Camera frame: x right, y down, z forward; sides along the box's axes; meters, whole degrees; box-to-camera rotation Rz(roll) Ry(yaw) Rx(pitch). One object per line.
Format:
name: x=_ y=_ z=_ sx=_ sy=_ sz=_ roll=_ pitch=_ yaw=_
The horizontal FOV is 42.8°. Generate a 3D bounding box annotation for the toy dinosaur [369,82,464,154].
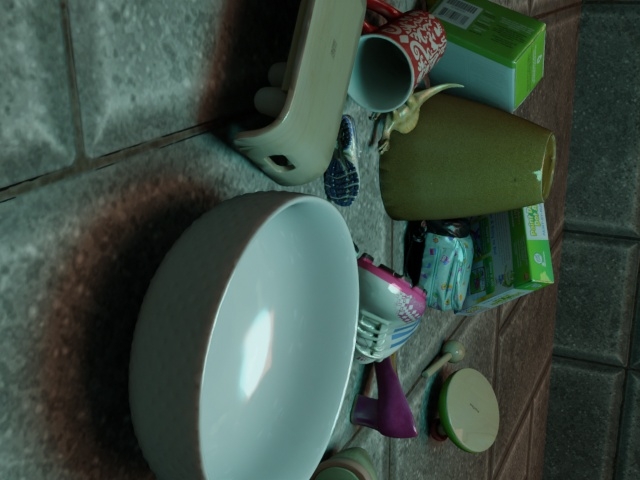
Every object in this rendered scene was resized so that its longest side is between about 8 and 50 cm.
toy dinosaur: x=0.136 y=-0.218 z=1.295 sx=0.183 sy=0.053 sz=0.092 roll=-43 pitch=125 yaw=-11

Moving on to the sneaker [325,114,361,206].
sneaker: x=0.038 y=-0.115 z=1.158 sx=0.058 sy=0.052 sz=0.135 roll=-43 pitch=135 yaw=-60

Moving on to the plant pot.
plant pot: x=0.261 y=-0.135 z=1.391 sx=0.237 sy=0.255 sz=0.237 roll=9 pitch=90 yaw=-66

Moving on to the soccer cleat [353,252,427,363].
soccer cleat: x=0.087 y=0.120 z=1.214 sx=0.143 sy=0.116 sz=0.331 roll=-58 pitch=163 yaw=-5

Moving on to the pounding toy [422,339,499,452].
pounding toy: x=0.286 y=0.358 z=1.810 sx=0.183 sy=0.110 sz=0.236 roll=-33 pitch=98 yaw=-45

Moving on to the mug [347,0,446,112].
mug: x=0.112 y=-0.285 z=1.181 sx=0.169 sy=0.113 sz=0.150 roll=-46 pitch=136 yaw=-49

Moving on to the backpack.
backpack: x=0.229 y=0.043 z=1.540 sx=0.152 sy=0.115 sz=0.181 roll=-18 pitch=117 yaw=-66

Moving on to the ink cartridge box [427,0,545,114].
ink cartridge box: x=0.286 y=-0.294 z=1.435 sx=0.097 sy=0.189 sz=0.255 roll=-50 pitch=152 yaw=-15

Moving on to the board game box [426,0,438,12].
board game box: x=0.214 y=-0.487 z=1.429 sx=0.092 sy=0.043 sz=0.181 roll=-60 pitch=148 yaw=-41

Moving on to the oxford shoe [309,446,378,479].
oxford shoe: x=0.043 y=0.516 z=1.262 sx=0.146 sy=0.141 sz=0.396 roll=-9 pitch=107 yaw=-72

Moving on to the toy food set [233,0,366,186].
toy food set: x=-0.027 y=-0.230 z=0.959 sx=0.220 sy=0.093 sz=0.306 roll=41 pitch=61 yaw=-75

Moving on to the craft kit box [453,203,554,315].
craft kit box: x=0.332 y=-0.005 z=1.562 sx=0.247 sy=0.061 sz=0.249 roll=140 pitch=-48 yaw=-61

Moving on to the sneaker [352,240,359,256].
sneaker: x=0.000 y=0.000 z=1.118 sx=0.069 sy=0.098 sz=0.038 roll=-40 pitch=160 yaw=16

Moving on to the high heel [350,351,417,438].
high heel: x=0.135 y=0.210 z=1.384 sx=0.082 sy=0.117 sz=0.244 roll=56 pitch=47 yaw=-55

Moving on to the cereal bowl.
cereal bowl: x=-0.086 y=0.110 z=0.846 sx=0.339 sy=0.141 sz=0.338 roll=-29 pitch=123 yaw=-60
